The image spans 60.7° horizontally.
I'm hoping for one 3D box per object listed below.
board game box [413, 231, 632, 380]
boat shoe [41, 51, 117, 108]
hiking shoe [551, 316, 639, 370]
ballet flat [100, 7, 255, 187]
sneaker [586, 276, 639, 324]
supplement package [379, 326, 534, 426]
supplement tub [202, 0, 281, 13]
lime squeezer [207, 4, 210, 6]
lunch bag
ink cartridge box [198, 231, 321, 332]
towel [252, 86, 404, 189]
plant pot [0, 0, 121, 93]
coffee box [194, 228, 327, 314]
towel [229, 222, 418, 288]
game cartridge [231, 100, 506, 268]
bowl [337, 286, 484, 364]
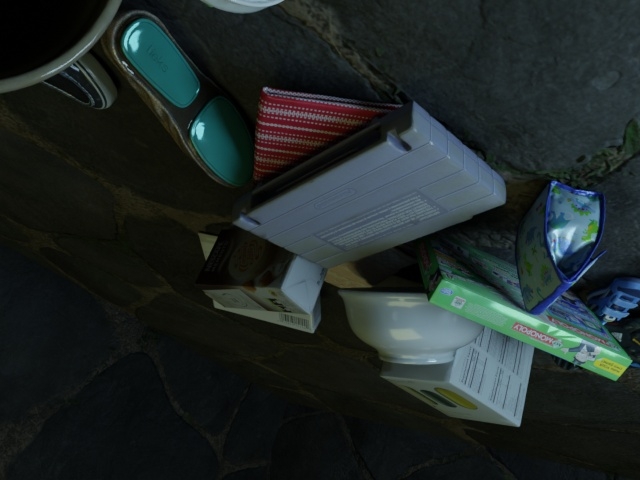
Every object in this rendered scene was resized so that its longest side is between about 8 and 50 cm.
[{"bbox_3d":[0.312,0.092,0.889,0.317,0.213,0.046,24,113,-6],"label":"board game box"},{"bbox_3d":[-0.445,-0.280,0.798,0.108,0.102,0.301,-4,146,42],"label":"boat shoe"},{"bbox_3d":[0.584,0.181,0.996,0.304,0.113,0.132,-3,178,29],"label":"hiking shoe"},{"bbox_3d":[-0.200,-0.203,0.802,0.106,0.107,0.316,27,159,40],"label":"ballet flat"},{"bbox_3d":[0.499,0.104,0.918,0.053,0.059,0.144,21,155,5],"label":"sneaker"},{"bbox_3d":[0.312,0.270,1.234,0.262,0.198,0.199,36,152,-30],"label":"supplement package"},{"bbox_3d":[0.007,-0.279,0.348,0.272,0.191,0.191,-7,144,45],"label":"supplement tub"},{"bbox_3d":[-0.123,-0.299,0.572,0.310,0.059,0.110,13,155,17],"label":"lime squeezer"},{"bbox_3d":[0.327,0.017,0.760,0.096,0.151,0.129,17,154,9],"label":"lunch bag"},{"bbox_3d":[-0.148,0.093,1.385,0.296,0.066,0.261,11,129,18],"label":"ink cartridge box"},{"bbox_3d":[0.001,-0.124,0.808,0.199,0.031,0.275,6,156,-6],"label":"towel"},{"bbox_3d":[-0.379,-0.293,0.533,0.323,0.323,0.280,36,167,-31],"label":"plant pot"},{"bbox_3d":[-0.113,0.056,1.070,0.246,0.141,0.098,-3,145,40],"label":"coffee box"},{"bbox_3d":[0.000,0.000,1.097,0.332,0.053,0.317,27,155,-12],"label":"towel"},{"bbox_3d":[0.063,-0.059,0.818,0.355,0.068,0.230,-22,147,40],"label":"game cartridge"},{"bbox_3d":[0.178,0.156,1.032,0.298,0.134,0.298,1,177,0],"label":"bowl"}]
